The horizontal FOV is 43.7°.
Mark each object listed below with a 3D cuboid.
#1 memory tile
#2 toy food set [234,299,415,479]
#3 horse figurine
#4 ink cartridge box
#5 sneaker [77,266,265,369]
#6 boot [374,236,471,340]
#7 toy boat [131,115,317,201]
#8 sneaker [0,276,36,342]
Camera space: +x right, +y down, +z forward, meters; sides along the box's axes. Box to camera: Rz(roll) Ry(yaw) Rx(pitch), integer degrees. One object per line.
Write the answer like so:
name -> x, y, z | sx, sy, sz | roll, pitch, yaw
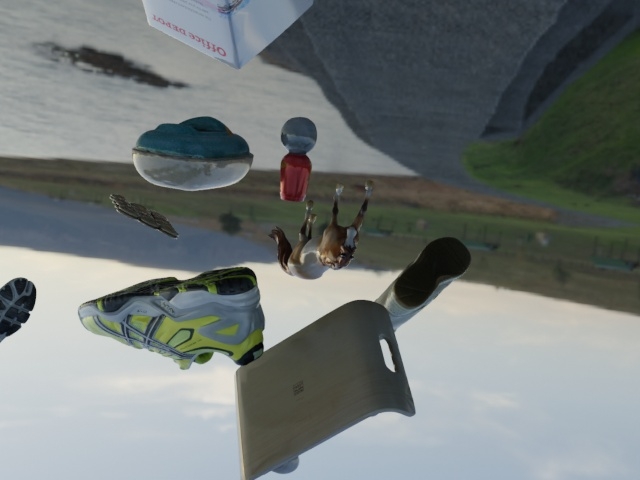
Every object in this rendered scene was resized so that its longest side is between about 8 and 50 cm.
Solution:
memory tile -> -0.300, -0.043, 1.359 | 0.113, 0.012, 0.148 | 27, -177, -25
toy food set -> -0.007, 0.247, 1.234 | 0.306, 0.219, 0.092 | -33, 127, 18
horse figurine -> 0.000, 0.000, 1.326 | 0.066, 0.174, 0.263 | 28, 148, -27
ink cartridge box -> -0.149, -0.437, 1.171 | 0.198, 0.197, 0.270 | 30, 151, 22
sneaker -> -0.252, 0.139, 1.289 | 0.385, 0.147, 0.145 | -7, -169, 39
boot -> 0.159, 0.087, 1.383 | 0.213, 0.077, 0.165 | -36, 169, -41
toy boat -> -0.161, -0.165, 1.444 | 0.318, 0.148, 0.267 | 9, -168, 14
sneaker -> -0.496, 0.119, 1.191 | 0.071, 0.170, 0.068 | 37, 177, 44
